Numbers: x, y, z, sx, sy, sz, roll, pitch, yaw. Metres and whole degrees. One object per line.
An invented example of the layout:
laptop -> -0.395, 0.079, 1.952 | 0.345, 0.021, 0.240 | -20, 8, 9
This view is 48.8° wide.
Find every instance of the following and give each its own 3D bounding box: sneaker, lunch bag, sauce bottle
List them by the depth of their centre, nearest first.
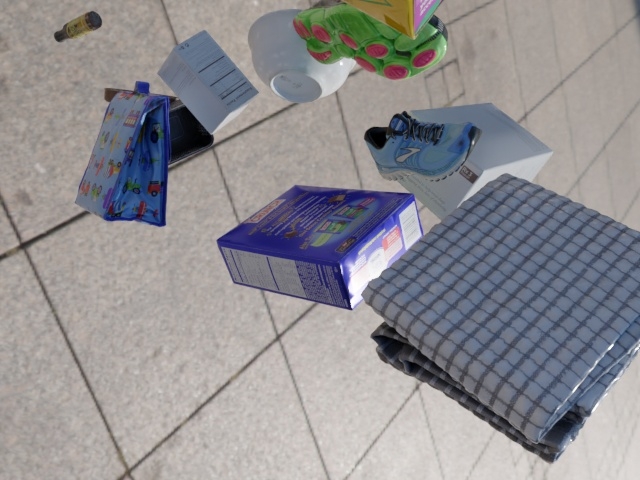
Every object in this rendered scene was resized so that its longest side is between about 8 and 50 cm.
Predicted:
sneaker -> 0.106, -0.110, 0.794 | 0.073, 0.162, 0.063 | 47, 61, -27
sneaker -> 0.109, -0.472, 1.490 | 0.202, 0.483, 0.185 | -44, 125, -8
lunch bag -> -0.410, -0.195, 1.504 | 0.138, 0.221, 0.293 | 6, 98, -35
sauce bottle -> -0.535, -0.465, 1.551 | 0.042, 0.128, 0.042 | 22, 62, -51

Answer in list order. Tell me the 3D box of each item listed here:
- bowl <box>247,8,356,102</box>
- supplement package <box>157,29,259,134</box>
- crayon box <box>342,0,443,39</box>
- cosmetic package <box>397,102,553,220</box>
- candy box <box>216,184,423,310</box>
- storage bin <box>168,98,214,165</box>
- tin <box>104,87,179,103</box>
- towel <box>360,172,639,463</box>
bowl -> -0.053, -0.451, 1.834 | 0.298, 0.298, 0.134 | 33, 57, -48
supplement package -> -0.244, -0.342, 1.531 | 0.179, 0.105, 0.105 | 49, 51, -7
crayon box -> 0.075, -0.453, 0.789 | 0.362, 0.313, 0.106 | -54, 166, -9
cosmetic package -> 0.341, -0.188, 1.610 | 0.385, 0.217, 0.156 | -16, 145, -47
candy box -> 0.000, 0.000, 1.421 | 0.268, 0.317, 0.122 | -40, 127, -39
storage bin -> -0.365, -0.259, 1.708 | 0.180, 0.084, 0.122 | -30, 117, -28
tin -> -0.445, -0.353, 1.769 | 0.190, 0.106, 0.040 | 5, 99, -17
towel -> 0.215, 0.073, 0.748 | 0.284, 0.235, 0.121 | -38, 146, -29
